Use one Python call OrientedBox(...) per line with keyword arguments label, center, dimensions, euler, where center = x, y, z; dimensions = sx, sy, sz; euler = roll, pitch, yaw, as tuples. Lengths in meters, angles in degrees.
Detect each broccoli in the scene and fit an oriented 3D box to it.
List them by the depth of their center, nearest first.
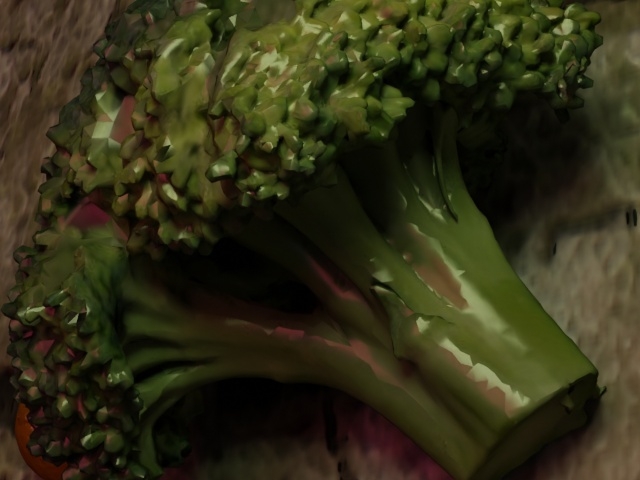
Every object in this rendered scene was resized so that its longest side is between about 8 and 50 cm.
OrientedBox(label="broccoli", center=(-0.015, -0.017, 0.890), dimensions=(0.375, 0.249, 0.302), euler=(-43, 43, 0))

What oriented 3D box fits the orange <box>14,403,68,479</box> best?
OrientedBox(label="orange", center=(-0.139, 0.107, 1.030), dimensions=(0.083, 0.070, 0.083), euler=(-16, 60, 29))
